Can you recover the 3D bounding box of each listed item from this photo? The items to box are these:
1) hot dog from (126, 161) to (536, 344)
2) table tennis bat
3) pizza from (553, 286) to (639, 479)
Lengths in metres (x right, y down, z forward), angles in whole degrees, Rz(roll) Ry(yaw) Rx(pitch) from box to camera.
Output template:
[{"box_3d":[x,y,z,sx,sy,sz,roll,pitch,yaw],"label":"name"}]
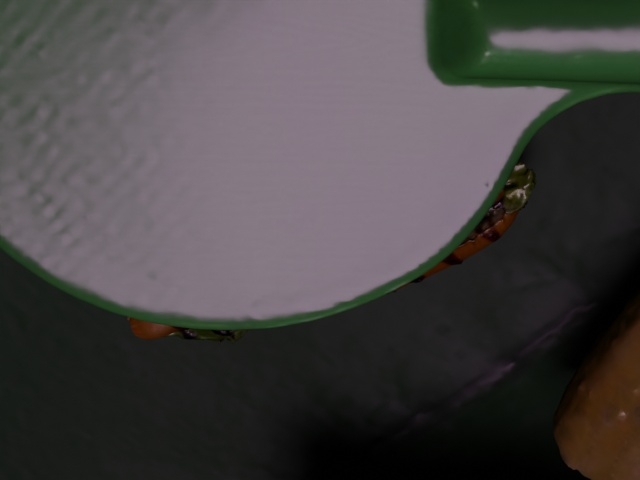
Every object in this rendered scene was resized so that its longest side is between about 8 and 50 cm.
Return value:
[{"box_3d":[0.000,0.000,0.376,0.122,0.037,0.049,-24,118,14],"label":"hot dog"},{"box_3d":[0.018,-0.053,0.325,0.257,0.039,0.160,2,110,7],"label":"table tennis bat"},{"box_3d":[0.189,0.006,0.366,0.271,0.056,0.134,-19,120,13],"label":"pizza"}]
